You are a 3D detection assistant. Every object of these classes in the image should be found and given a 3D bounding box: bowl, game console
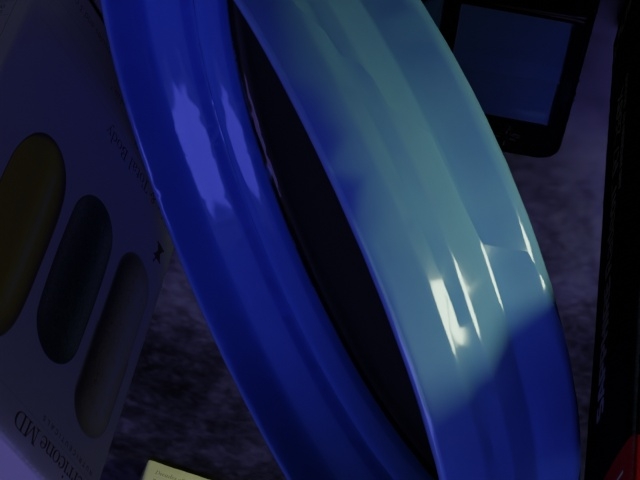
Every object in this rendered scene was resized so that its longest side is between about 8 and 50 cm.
[{"bbox_3d":[0.000,0.000,0.738,0.077,0.391,0.391,-24,143,-14],"label":"bowl"},{"bbox_3d":[0.077,-0.078,0.811,0.124,0.085,0.144,11,143,4],"label":"game console"}]

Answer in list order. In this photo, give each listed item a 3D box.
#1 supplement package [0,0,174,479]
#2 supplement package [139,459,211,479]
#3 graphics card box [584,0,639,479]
[{"bbox_3d":[-0.225,0.006,0.867,0.198,0.262,0.199,-5,139,24],"label":"supplement package"},{"bbox_3d":[-0.067,0.336,1.328,0.262,0.145,0.204,19,142,-6],"label":"supplement package"},{"bbox_3d":[0.239,0.016,0.645,0.233,0.371,0.094,11,138,3],"label":"graphics card box"}]
